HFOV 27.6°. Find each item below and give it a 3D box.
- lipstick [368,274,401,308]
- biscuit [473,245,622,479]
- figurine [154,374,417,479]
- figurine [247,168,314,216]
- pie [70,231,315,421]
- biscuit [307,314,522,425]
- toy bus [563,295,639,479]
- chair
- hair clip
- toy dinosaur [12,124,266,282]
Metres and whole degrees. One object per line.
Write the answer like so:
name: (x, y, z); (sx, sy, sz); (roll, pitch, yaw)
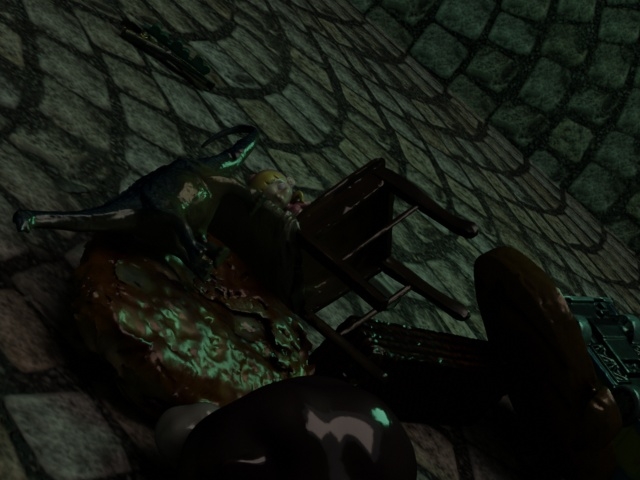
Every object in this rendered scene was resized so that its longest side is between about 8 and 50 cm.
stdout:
lipstick: (0.072, 0.055, 1.897); (0.107, 0.025, 0.025); (44, 18, 20)
biscuit: (0.304, 0.186, 1.757); (0.314, 0.063, 0.368); (-130, -162, -61)
figurine: (-0.005, 0.291, 1.089); (0.218, 0.206, 0.365); (6, 62, -27)
figurine: (-0.036, -0.031, 1.804); (0.187, 0.083, 0.083); (41, 18, 12)
pie: (-0.135, 0.082, 1.320); (0.308, 0.085, 0.308); (32, 24, -16)
biscuit: (0.119, 0.167, 1.624); (0.388, 0.107, 0.073); (14, 34, -55)
toy bus: (0.425, 0.244, 1.940); (0.152, 0.190, 0.312); (4, 40, -38)
chair: (0.000, 0.000, 1.462); (0.186, 0.160, 0.319); (-35, 53, -30)
hair clip: (-0.229, -0.291, 1.996); (0.173, 0.049, 0.049); (33, 22, -25)
toy dinosaur: (-0.139, -0.038, 1.310); (0.147, 0.076, 0.363); (39, 38, 14)
